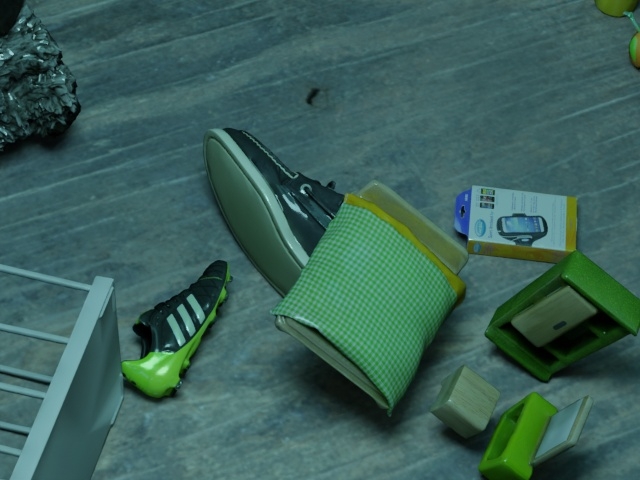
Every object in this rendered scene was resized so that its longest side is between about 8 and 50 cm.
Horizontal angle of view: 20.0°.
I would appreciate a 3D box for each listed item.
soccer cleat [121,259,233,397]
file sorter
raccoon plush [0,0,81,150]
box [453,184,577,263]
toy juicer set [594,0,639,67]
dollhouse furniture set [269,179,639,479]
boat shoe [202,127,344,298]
[{"bbox_3d":[-0.148,0.081,1.880,0.072,0.060,0.179,30,56,-4],"label":"soccer cleat"},{"bbox_3d":[-0.312,0.183,1.708,0.173,0.193,0.278,11,51,8],"label":"file sorter"},{"bbox_3d":[-0.465,-0.166,2.034,0.299,0.216,0.446,-35,31,-12],"label":"raccoon plush"},{"bbox_3d":[0.216,-0.018,2.016,0.136,0.028,0.081,6,51,3],"label":"box"},{"bbox_3d":[0.512,-0.285,2.214,0.329,0.089,0.209,-7,52,-11],"label":"toy juicer set"},{"bbox_3d":[0.136,0.072,1.779,0.301,0.151,0.197,38,53,-11],"label":"dollhouse furniture set"},{"bbox_3d":[0.001,-0.002,1.922,0.113,0.127,0.340,-26,59,-24],"label":"boat shoe"}]
